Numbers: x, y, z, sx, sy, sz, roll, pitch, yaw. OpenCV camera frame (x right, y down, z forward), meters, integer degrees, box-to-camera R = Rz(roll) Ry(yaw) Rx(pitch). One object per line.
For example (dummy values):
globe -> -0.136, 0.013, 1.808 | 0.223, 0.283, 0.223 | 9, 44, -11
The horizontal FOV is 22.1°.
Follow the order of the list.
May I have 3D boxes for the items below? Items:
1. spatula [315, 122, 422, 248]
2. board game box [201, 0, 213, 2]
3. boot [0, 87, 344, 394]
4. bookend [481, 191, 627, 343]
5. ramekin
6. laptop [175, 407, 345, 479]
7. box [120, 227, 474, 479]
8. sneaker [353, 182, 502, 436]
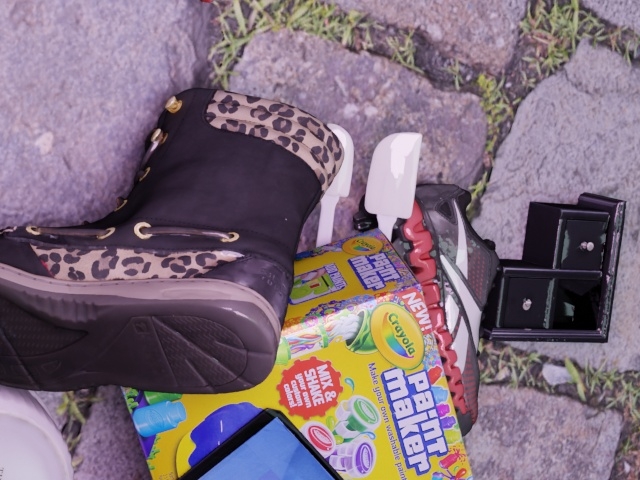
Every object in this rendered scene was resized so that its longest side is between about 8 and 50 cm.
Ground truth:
spatula -> 0.000, 0.000, 1.604 | 0.168, 0.019, 0.242 | 8, 105, 2
board game box -> -0.036, -0.363, 1.552 | 0.281, 0.027, 0.145 | -38, 117, -17
boot -> -0.175, -0.009, 1.450 | 0.284, 0.377, 0.138 | -64, 148, -44
bookend -> 0.235, 0.026, 1.748 | 0.156, 0.072, 0.157 | 4, 97, -29
ramekin -> -0.318, 0.216, 1.463 | 0.207, 0.109, 0.207 | -6, 103, -27
laptop -> -0.039, 0.326, 1.409 | 0.234, 0.264, 0.136 | -39, 147, 4
box -> -0.020, 0.182, 1.535 | 0.279, 0.177, 0.290 | -19, 109, -5
sneaker -> 0.131, 0.065, 1.674 | 0.135, 0.097, 0.276 | -19, 100, -27
